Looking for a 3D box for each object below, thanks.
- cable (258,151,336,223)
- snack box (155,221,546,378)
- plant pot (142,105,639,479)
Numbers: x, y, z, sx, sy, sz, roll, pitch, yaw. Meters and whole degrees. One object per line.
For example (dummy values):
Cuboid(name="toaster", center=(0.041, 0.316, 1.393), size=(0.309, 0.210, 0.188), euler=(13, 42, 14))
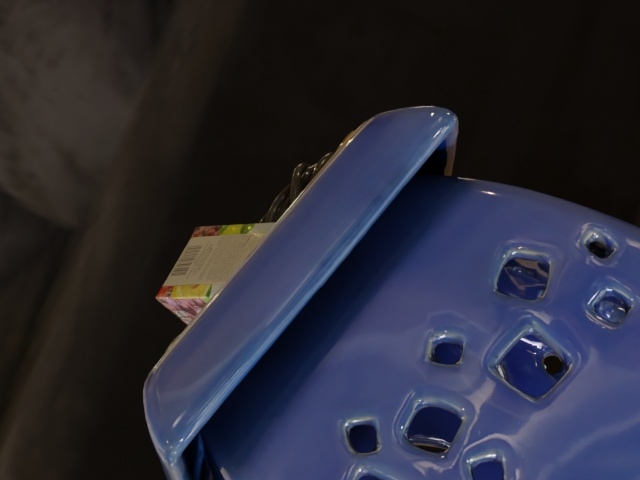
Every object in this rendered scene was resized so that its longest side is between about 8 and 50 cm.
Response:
Cuboid(name="cable", center=(0.000, 0.000, 1.493), size=(0.047, 0.184, 0.150), euler=(39, 119, 25))
Cuboid(name="snack box", center=(0.018, 0.062, 1.278), size=(0.207, 0.174, 0.070), euler=(-5, 50, 50))
Cuboid(name="plant pot", center=(0.051, 0.088, 0.902), size=(0.236, 0.212, 0.236), euler=(-50, -11, -13))
